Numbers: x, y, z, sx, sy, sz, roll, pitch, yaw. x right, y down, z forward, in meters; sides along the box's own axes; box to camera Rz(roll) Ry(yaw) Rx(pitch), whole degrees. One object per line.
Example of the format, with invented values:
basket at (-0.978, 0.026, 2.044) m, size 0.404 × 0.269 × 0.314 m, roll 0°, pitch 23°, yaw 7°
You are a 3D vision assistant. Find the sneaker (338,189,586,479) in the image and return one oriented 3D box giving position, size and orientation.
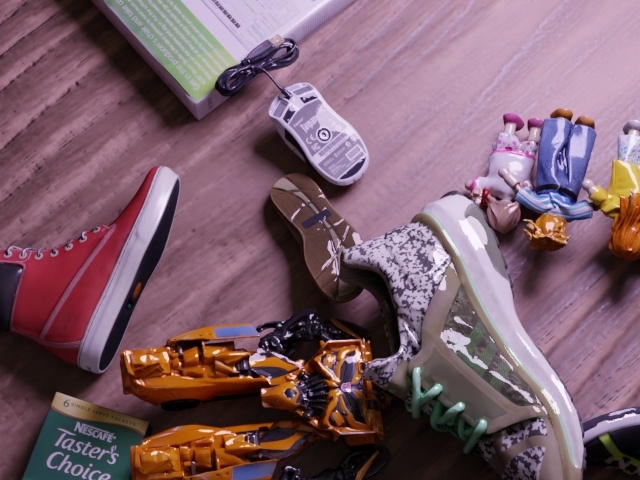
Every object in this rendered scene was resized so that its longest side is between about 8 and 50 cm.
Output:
sneaker at (0.134, 0.151, 1.596) m, size 0.182 × 0.158 × 0.410 m, roll -15°, pitch 62°, yaw -16°

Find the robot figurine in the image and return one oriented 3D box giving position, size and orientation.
robot figurine at (-0.060, 0.175, 1.618) m, size 0.291 × 0.085 × 0.211 m, roll -6°, pitch 70°, yaw -10°

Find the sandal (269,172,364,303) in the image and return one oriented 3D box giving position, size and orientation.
sandal at (0.000, 0.000, 1.720) m, size 0.072 × 0.049 × 0.180 m, roll -25°, pitch 57°, yaw -14°

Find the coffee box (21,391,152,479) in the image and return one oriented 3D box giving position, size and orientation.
coffee box at (-0.261, 0.263, 1.627) m, size 0.113 × 0.040 × 0.184 m, roll 18°, pitch 71°, yaw 7°

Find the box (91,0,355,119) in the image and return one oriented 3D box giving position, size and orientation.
box at (-0.096, -0.324, 1.832) m, size 0.322 × 0.058 × 0.232 m, roll -38°, pitch 74°, yaw -13°

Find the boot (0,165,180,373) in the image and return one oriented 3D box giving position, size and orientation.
boot at (-0.271, 0.005, 1.700) m, size 0.176 × 0.088 × 0.244 m, roll 23°, pitch 75°, yaw 10°

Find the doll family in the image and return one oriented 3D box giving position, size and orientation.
doll family at (0.293, -0.057, 1.695) m, size 0.262 × 0.118 × 0.163 m, roll 12°, pitch 71°, yaw 5°

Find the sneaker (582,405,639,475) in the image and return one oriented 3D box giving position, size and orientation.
sneaker at (0.362, 0.224, 1.610) m, size 0.234 × 0.084 × 0.097 m, roll -10°, pitch 71°, yaw -3°

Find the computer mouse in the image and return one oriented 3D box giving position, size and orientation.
computer mouse at (-0.024, -0.139, 1.755) m, size 0.106 × 0.042 × 0.193 m, roll -40°, pitch 91°, yaw -18°
